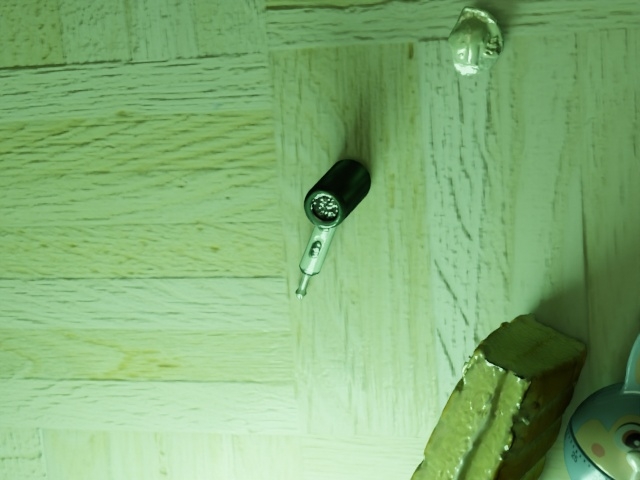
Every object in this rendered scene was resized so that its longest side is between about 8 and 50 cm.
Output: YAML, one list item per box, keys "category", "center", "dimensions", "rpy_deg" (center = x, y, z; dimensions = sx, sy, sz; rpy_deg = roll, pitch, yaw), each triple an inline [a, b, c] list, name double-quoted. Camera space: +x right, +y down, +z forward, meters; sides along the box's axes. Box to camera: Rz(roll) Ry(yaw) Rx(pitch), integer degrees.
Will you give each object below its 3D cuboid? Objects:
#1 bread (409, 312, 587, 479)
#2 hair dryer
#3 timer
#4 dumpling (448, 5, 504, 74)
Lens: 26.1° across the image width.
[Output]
- category: "bread"
  center: [0.202, 0.219, 1.595]
  dimensions: [0.111, 0.246, 0.239]
  rpy_deg: [25, 108, 20]
- category: "hair dryer"
  center: [0.000, 0.000, 1.704]
  dimensions: [0.057, 0.100, 0.198]
  rpy_deg: [26, 123, 11]
- category: "timer"
  center: [0.375, 0.214, 1.555]
  dimensions: [0.175, 0.175, 0.255]
  rpy_deg: [37, 141, 7]
- category: "dumpling"
  center: [0.181, -0.230, 1.605]
  dimensions: [0.057, 0.052, 0.076]
  rpy_deg: [16, 96, 25]
